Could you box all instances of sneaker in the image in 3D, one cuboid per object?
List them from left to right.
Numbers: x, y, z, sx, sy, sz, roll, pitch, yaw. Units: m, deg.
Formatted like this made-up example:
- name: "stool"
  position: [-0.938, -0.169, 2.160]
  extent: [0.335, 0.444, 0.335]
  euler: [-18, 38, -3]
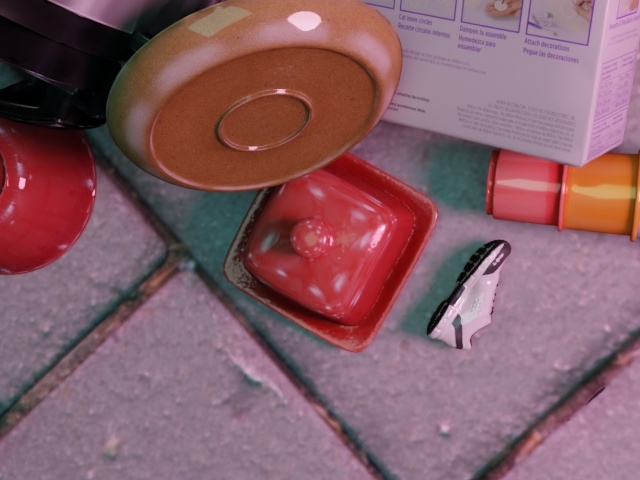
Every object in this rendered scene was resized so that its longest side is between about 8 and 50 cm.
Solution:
- name: "sneaker"
  position: [0.139, 0.049, 1.073]
  extent: [0.044, 0.040, 0.109]
  euler: [32, 98, -7]

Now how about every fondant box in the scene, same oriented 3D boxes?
- name: "fondant box"
  position: [0.139, -0.247, 0.955]
  extent: [0.238, 0.096, 0.330]
  euler: [18, 116, 30]

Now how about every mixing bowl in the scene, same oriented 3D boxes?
- name: "mixing bowl"
  position: [-0.312, -0.057, 1.126]
  extent: [0.181, 0.098, 0.181]
  euler: [0, 89, 11]

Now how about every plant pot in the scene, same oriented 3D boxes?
- name: "plant pot"
  position: [-0.045, -0.102, 0.933]
  extent: [0.236, 0.236, 0.032]
  euler: [-22, 61, 9]

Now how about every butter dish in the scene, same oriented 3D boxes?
- name: "butter dish"
  position: [0.000, 0.000, 1.055]
  extent: [0.160, 0.118, 0.160]
  euler: [29, 94, 9]

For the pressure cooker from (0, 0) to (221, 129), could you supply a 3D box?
- name: "pressure cooker"
  position: [-0.224, -0.313, 0.964]
  extent: [0.375, 0.370, 0.420]
  euler: [23, 108, -30]

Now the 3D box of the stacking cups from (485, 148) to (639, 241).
- name: "stacking cups"
  position: [0.298, -0.032, 1.011]
  extent: [0.316, 0.096, 0.096]
  euler: [4, 89, 11]
